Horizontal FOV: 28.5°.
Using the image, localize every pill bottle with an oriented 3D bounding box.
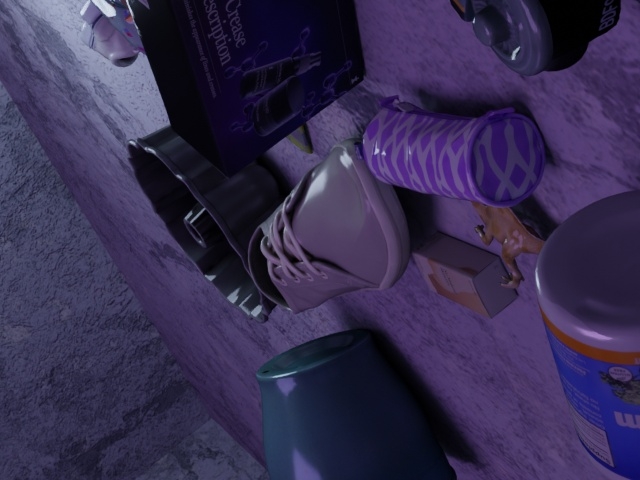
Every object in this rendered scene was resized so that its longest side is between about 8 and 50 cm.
[{"bbox_3d":[0.266,0.105,0.984,0.152,0.152,0.272,35,157,46],"label":"pill bottle"}]

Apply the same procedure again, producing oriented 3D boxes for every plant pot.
[{"bbox_3d":[0.033,0.277,1.858,0.272,0.272,0.255,1,111,70],"label":"plant pot"}]

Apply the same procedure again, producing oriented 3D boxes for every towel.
[{"bbox_3d":[-0.036,-0.145,1.541,0.060,0.009,0.083,40,161,35],"label":"towel"}]

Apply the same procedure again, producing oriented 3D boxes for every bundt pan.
[{"bbox_3d":[-0.137,-0.046,1.830,0.331,0.124,0.331,46,163,18],"label":"bundt pan"}]

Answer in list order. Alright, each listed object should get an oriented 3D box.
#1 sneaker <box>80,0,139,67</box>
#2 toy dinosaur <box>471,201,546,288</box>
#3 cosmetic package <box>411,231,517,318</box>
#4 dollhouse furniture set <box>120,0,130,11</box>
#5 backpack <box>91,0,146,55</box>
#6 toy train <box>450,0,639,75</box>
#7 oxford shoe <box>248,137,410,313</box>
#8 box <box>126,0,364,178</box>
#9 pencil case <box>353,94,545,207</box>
[{"bbox_3d":[-0.272,-0.307,1.737,0.091,0.094,0.258,35,170,-6],"label":"sneaker"},{"bbox_3d":[0.185,0.001,1.166,0.183,0.053,0.092,37,157,44],"label":"toy dinosaur"},{"bbox_3d":[0.153,0.036,1.350,0.115,0.041,0.060,25,148,59],"label":"cosmetic package"},{"bbox_3d":[-0.124,-0.310,1.282,0.129,0.129,0.183,48,139,17],"label":"dollhouse furniture set"},{"bbox_3d":[-0.199,-0.286,1.499,0.182,0.115,0.152,42,164,40],"label":"backpack"},{"bbox_3d":[0.121,-0.238,0.704,0.190,0.142,0.334,58,170,25],"label":"toy train"},{"bbox_3d":[0.000,0.000,1.500,0.449,0.130,0.169,137,114,-73],"label":"oxford shoe"},{"bbox_3d":[-0.069,-0.210,1.176,0.103,0.184,0.261,40,161,29],"label":"box"},{"bbox_3d":[0.116,-0.083,1.134,0.206,0.086,0.088,19,116,61],"label":"pencil case"}]
